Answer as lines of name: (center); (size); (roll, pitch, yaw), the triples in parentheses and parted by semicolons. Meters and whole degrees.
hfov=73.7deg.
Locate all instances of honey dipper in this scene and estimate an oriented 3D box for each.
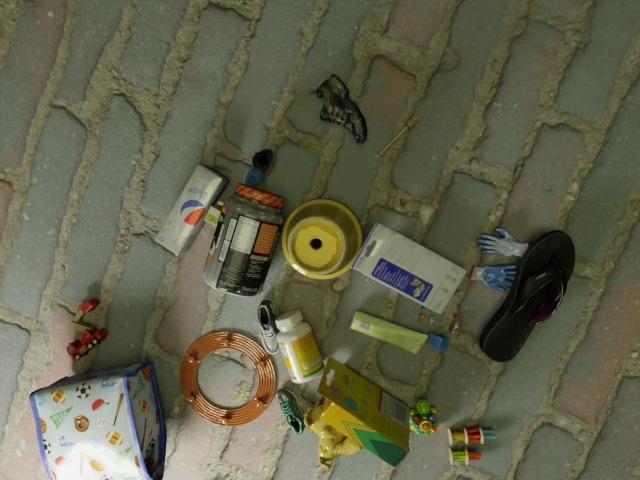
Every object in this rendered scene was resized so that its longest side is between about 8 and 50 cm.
honey dipper: (0.238, -0.323, 1.325); (0.160, 0.030, 0.030); (-43, 91, 11)

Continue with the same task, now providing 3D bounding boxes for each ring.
ring: (-0.320, 0.474, 1.449); (0.336, 0.032, 0.337); (0, 95, 4)

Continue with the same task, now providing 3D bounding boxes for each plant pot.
plant pot: (0.000, 0.000, 1.271); (0.253, 0.239, 0.254); (0, 95, 5)

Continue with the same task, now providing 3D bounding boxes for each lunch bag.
lunch bag: (-0.700, 0.625, 1.395); (0.327, 0.239, 0.386); (-12, 88, 4)

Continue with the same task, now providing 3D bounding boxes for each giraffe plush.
giraffe plush: (0.032, 0.600, 1.372); (0.210, 0.181, 0.171); (-28, 81, -10)

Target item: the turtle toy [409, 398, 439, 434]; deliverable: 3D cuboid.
turtle toy: (0.337, 0.577, 1.390); (0.095, 0.066, 0.130); (-8, 95, 5)

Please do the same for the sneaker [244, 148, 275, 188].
sneaker: (-0.199, -0.221, 1.340); (0.058, 0.084, 0.152); (36, 98, 0)

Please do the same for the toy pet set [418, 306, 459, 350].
toy pet set: (0.374, 0.283, 1.357); (0.122, 0.065, 0.114); (12, 97, 4)

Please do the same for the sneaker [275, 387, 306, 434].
sneaker: (-0.097, 0.569, 1.418); (0.065, 0.076, 0.167); (-34, 92, 6)

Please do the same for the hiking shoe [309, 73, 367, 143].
hiking shoe: (0.060, -0.387, 1.314); (0.114, 0.086, 0.227); (-29, 87, 20)

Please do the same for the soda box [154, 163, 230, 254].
soda box: (-0.406, -0.099, 1.363); (0.091, 0.098, 0.286); (33, 97, 0)

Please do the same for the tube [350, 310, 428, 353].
tube: (0.216, 0.296, 1.377); (0.240, 0.070, 0.062); (20, 75, 1)

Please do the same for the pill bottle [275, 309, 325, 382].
pill bottle: (-0.071, 0.336, 1.372); (0.117, 0.117, 0.209); (-19, 94, 6)

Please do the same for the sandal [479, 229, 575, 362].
sandal: (0.650, 0.186, 1.290); (0.167, 0.107, 0.446); (22, 100, -13)

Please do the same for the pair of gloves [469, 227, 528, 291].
pair of gloves: (0.559, 0.061, 1.332); (0.159, 0.023, 0.198); (10, 104, 5)

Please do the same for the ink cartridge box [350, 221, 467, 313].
ink cartridge box: (0.268, 0.081, 1.320); (0.332, 0.065, 0.165); (29, 98, -10)

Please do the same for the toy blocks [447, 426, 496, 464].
toy blocks: (0.495, 0.670, 1.394); (0.148, 0.054, 0.123); (-4, 95, 4)

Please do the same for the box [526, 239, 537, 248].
box: (0.691, 0.029, 1.329); (0.083, 0.018, 0.067); (-18, 94, 7)

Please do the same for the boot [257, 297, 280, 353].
boot: (-0.173, 0.289, 1.390); (0.069, 0.086, 0.190); (-10, 95, 5)

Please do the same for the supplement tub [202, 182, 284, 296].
supplement tub: (-0.228, -0.004, 1.311); (0.193, 0.193, 0.316); (20, 96, 2)

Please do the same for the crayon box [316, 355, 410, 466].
crayon box: (0.124, 0.521, 1.329); (0.318, 0.202, 0.081); (34, 111, 1)

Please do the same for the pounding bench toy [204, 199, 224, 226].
pounding bench toy: (-0.324, -0.090, 1.373); (0.052, 0.065, 0.083); (29, 97, 2)

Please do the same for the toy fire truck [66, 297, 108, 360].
toy fire truck: (-0.808, 0.305, 1.461); (0.192, 0.047, 0.135); (-40, 91, 8)
